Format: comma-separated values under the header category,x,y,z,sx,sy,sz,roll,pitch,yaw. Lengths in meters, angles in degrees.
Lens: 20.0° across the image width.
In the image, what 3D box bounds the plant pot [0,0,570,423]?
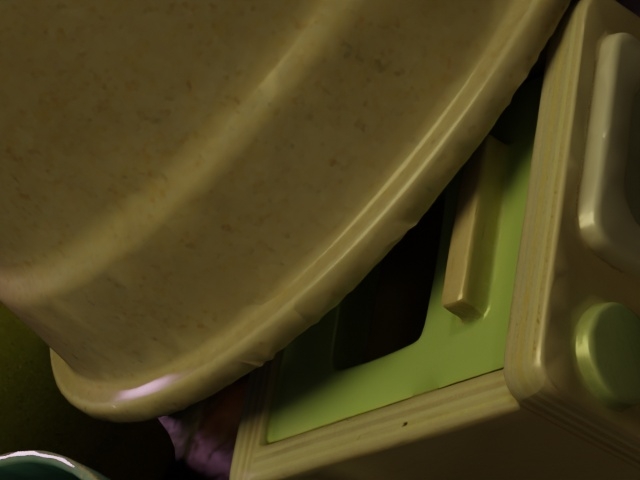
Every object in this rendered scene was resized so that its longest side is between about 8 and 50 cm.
category,x,y,z,sx,sy,sz,roll,pitch,yaw
plant pot,-0.111,-0.152,0.686,0.334,0.305,0.334,-43,24,24

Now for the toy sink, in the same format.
category,x,y,z,sx,sy,sz,roll,pitch,yaw
toy sink,0.092,0.018,0.634,0.234,0.131,0.153,-22,48,46

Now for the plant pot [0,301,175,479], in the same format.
category,x,y,z,sx,sy,sz,roll,pitch,yaw
plant pot,-0.261,0.173,0.855,0.353,0.366,0.366,-56,29,-14

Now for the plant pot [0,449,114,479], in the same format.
category,x,y,z,sx,sy,sz,roll,pitch,yaw
plant pot,-0.070,0.243,0.621,0.290,0.195,0.290,-36,38,35

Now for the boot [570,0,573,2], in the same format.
category,x,y,z,sx,sy,sz,roll,pitch,yaw
boot,0.040,-0.117,0.876,0.179,0.085,0.236,-52,29,21
